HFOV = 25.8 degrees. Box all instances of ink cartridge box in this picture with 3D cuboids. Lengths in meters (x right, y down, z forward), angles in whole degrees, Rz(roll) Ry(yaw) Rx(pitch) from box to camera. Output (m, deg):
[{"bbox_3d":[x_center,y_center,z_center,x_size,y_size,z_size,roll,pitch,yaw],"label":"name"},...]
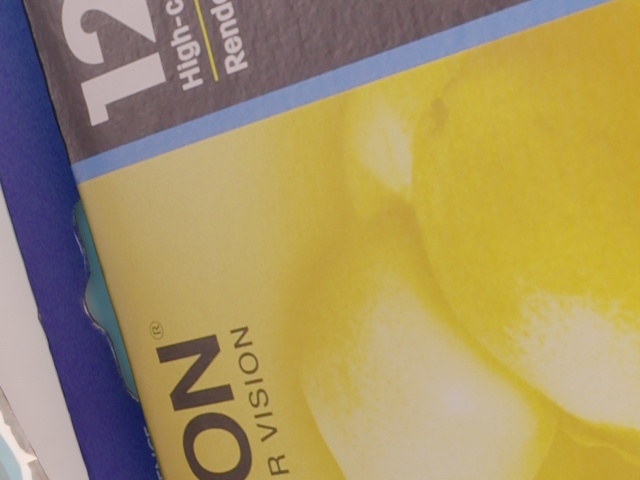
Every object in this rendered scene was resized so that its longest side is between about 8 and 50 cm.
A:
[{"bbox_3d":[0.000,0.000,0.427,0.307,0.072,0.303,-16,91,32],"label":"ink cartridge box"}]

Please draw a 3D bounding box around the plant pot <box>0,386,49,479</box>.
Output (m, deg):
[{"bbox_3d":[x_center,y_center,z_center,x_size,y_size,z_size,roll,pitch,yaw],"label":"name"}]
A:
[{"bbox_3d":[-0.200,0.080,0.394,0.248,0.252,0.247,-27,92,-9],"label":"plant pot"}]
